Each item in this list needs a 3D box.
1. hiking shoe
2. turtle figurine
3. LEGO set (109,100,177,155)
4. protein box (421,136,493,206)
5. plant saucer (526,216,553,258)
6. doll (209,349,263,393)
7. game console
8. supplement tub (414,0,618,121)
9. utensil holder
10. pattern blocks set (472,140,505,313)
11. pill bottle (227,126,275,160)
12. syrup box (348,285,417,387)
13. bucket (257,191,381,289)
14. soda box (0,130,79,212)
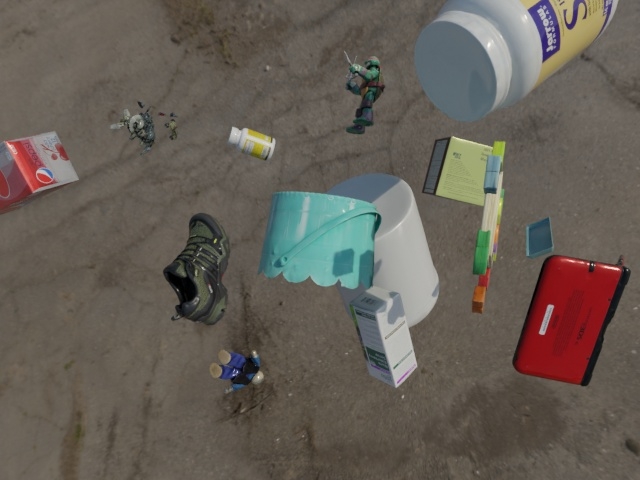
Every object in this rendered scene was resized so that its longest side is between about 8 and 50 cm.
[{"bbox_3d":[-0.235,0.042,0.773,0.086,0.114,0.227,-21,66,25],"label":"hiking shoe"},{"bbox_3d":[0.118,-0.420,1.120,0.117,0.175,0.235,4,85,5],"label":"turtle figurine"},{"bbox_3d":[-0.179,-0.120,0.435,0.023,0.054,0.083,18,40,23],"label":"LEGO set"},{"bbox_3d":[0.498,-0.243,1.457,0.199,0.136,0.202,12,99,-10],"label":"protein box"},{"bbox_3d":[0.584,-0.007,1.092,0.067,0.192,0.018,-29,100,35],"label":"plant saucer"},{"bbox_3d":[-0.210,0.342,1.064,0.046,0.189,0.129,27,79,36],"label":"doll"},{"bbox_3d":[0.293,0.084,0.482,0.123,0.085,0.144,10,105,4],"label":"game console"},{"bbox_3d":[0.377,-0.413,0.815,0.331,0.241,0.241,-38,69,-13],"label":"supplement tub"},{"bbox_3d":[0.173,0.038,1.253,0.327,0.386,0.328,-14,42,13],"label":"utensil holder"},{"bbox_3d":[0.289,-0.021,0.694,0.026,0.324,0.286,7,98,24],"label":"pattern blocks set"},{"bbox_3d":[-0.183,-0.257,1.081,0.116,0.065,0.065,17,76,-20],"label":"pill bottle"},{"bbox_3d":[0.162,0.244,1.041,0.096,0.237,0.093,-31,26,-32],"label":"syrup box"},{"bbox_3d":[0.000,0.000,0.921,0.280,0.281,0.183,6,90,15],"label":"bucket"},{"bbox_3d":[-0.551,-0.110,0.733,0.263,0.083,0.092,-11,108,34],"label":"soda box"}]
